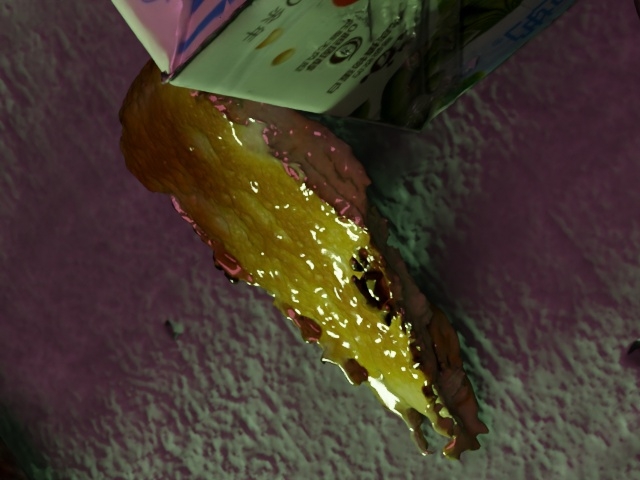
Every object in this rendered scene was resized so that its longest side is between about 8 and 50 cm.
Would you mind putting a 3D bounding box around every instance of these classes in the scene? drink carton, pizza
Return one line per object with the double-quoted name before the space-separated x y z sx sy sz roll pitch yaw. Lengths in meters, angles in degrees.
"drink carton" 0.028 -0.169 0.909 0.194 0.324 0.132 -39 74 19
"pizza" 0.000 0.000 1.019 0.071 0.189 0.297 -37 81 -25

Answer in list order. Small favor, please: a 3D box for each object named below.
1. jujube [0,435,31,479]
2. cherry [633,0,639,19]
"jujube" -0.318 0.227 1.115 0.317 0.226 0.226 -41 74 20
"cherry" 0.216 -0.180 0.953 0.188 0.115 0.148 62 150 21
